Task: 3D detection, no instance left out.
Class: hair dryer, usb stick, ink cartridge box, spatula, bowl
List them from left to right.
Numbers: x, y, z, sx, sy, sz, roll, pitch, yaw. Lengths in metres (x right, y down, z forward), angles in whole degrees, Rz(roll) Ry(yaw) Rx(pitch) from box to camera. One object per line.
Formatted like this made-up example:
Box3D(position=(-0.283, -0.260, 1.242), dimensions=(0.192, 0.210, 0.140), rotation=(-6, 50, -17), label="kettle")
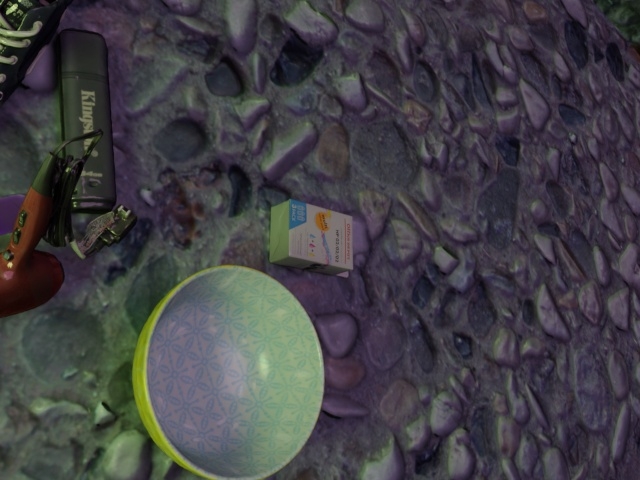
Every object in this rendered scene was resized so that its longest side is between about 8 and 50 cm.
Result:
Box3D(position=(-0.476, 0.017, 0.836), dimensions=(0.296, 0.084, 0.030), rotation=(-37, 146, -35), label="spatula")
Box3D(position=(-0.365, -0.002, 0.839), dimensions=(0.080, 0.223, 0.293), rotation=(33, 66, 21), label="hair dryer")
Box3D(position=(-0.341, -0.176, 1.009), dimensions=(0.077, 0.045, 0.278), rotation=(3, 76, -40), label="usb stick")
Box3D(position=(-0.151, 0.190, 0.986), dimensions=(0.289, 0.156, 0.289), rotation=(12, 70, -37), label="bowl")
Box3D(position=(0.000, 0.000, 1.233), dimensions=(0.181, 0.061, 0.104), rotation=(13, 69, -37), label="ink cartridge box")

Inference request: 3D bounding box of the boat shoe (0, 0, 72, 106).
Box3D(position=(-0.428, -0.253, 0.883), dimensions=(0.127, 0.158, 0.340), rotation=(34, 57, -28), label="boat shoe")
